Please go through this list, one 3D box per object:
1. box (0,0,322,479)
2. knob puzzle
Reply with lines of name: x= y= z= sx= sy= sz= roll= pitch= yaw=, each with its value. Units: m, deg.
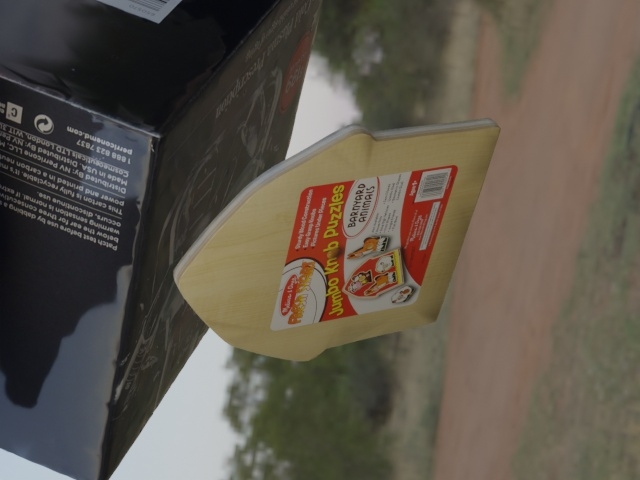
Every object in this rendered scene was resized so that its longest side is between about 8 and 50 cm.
box: x=-0.147 y=-0.060 z=1.124 sx=0.343 sy=0.178 sz=0.313 roll=-58 pitch=-13 yaw=-51
knob puzzle: x=0.000 y=0.000 z=0.930 sx=0.213 sy=0.213 sz=0.030 roll=97 pitch=152 yaw=-45
